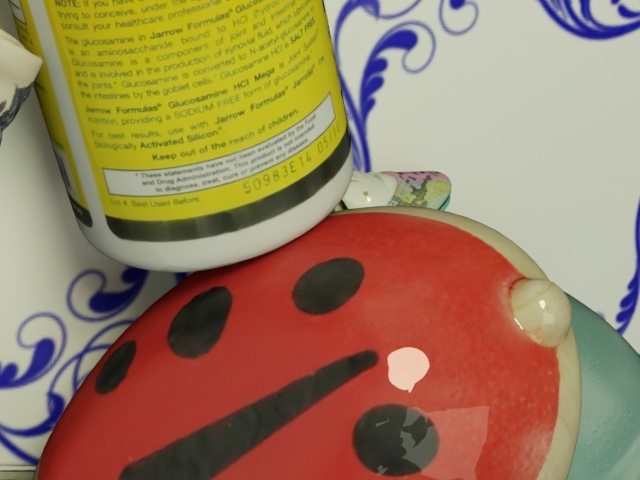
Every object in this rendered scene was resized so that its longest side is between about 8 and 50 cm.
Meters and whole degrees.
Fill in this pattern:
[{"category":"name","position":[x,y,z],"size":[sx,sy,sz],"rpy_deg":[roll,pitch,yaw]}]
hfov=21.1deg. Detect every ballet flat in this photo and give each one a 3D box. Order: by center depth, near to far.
[{"category":"ballet flat","position":[0.000,0.000,1.261],"size":[0.221,0.077,0.079],"rpy_deg":[-38,115,-12]}]

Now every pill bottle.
[{"category":"pill bottle","position":[-0.096,-0.164,1.038],"size":[0.188,0.188,0.334],"rpy_deg":[-26,124,-22]}]

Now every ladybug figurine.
[{"category":"ladybug figurine","position":[-0.034,0.142,1.103],"size":[0.449,0.305,0.162],"rpy_deg":[-38,154,27]}]

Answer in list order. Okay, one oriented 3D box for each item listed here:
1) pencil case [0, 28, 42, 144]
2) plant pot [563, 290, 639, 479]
[{"category":"pencil case","position":[-0.314,0.018,0.992],"size":[0.183,0.160,0.410],"rpy_deg":[22,98,-29]},{"category":"plant pot","position":[0.092,0.123,1.269],"size":[0.293,0.293,0.196],"rpy_deg":[-38,101,-14]}]
